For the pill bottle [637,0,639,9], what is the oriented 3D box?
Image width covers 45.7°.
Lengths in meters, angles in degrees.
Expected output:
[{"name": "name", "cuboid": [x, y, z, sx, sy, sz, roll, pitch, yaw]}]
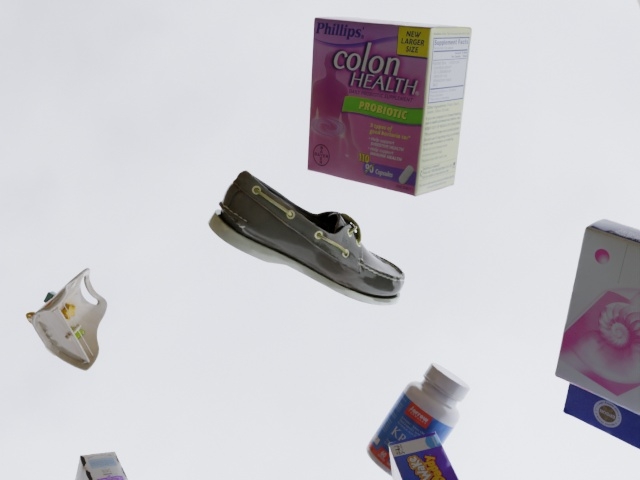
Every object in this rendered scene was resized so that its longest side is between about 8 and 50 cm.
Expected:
[{"name": "pill bottle", "cuboid": [0.290, -0.229, 0.551, 0.136, 0.136, 0.246, -16, -115, 22]}]

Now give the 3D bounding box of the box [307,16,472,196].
[{"name": "box", "cuboid": [0.100, -0.213, 1.171, 0.213, 0.117, 0.243, 18, -67, 36]}]

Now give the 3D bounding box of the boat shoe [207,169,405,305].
[{"name": "boat shoe", "cuboid": [0.001, 0.002, 1.030, 0.091, 0.304, 0.109, -60, -154, 12]}]

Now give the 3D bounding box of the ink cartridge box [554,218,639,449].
[{"name": "ink cartridge box", "cuboid": [0.478, 0.173, 1.004, 0.324, 0.071, 0.330, 23, -61, 40]}]

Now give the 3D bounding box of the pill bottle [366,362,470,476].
[{"name": "pill bottle", "cuboid": [0.197, 0.357, 1.503, 0.124, 0.124, 0.222, 35, -84, 41]}]

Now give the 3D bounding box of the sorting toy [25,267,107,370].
[{"name": "sorting toy", "cuboid": [-0.234, 0.068, 0.729, 0.044, 0.083, 0.075, 5, -139, 24]}]

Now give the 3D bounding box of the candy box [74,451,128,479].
[{"name": "candy box", "cuboid": [-0.381, 0.503, 1.346, 0.196, 0.070, 0.165, 41, -60, 48]}]

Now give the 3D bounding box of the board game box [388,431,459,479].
[{"name": "board game box", "cuboid": [0.182, 0.498, 1.123, 0.078, 0.347, 0.233, -11, -153, -6]}]
